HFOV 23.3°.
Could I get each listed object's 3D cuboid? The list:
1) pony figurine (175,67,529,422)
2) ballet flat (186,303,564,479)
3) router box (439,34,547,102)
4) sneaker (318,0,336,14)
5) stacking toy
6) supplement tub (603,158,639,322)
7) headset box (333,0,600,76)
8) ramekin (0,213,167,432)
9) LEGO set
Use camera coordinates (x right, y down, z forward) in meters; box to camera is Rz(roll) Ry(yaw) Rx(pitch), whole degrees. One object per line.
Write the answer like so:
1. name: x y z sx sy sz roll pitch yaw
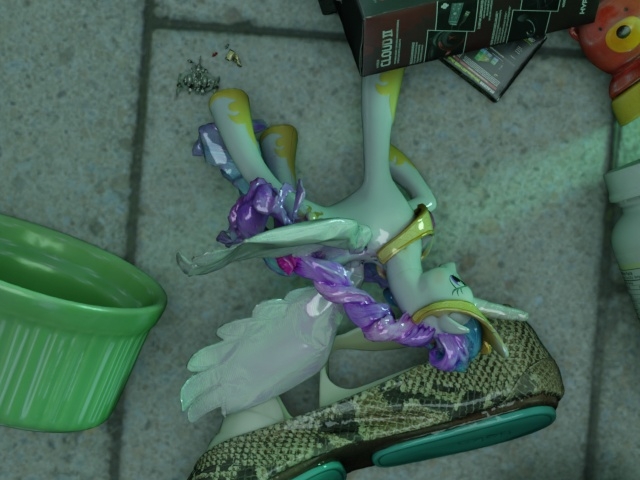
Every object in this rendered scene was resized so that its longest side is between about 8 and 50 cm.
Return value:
1. pony figurine: 0.000 0.000 1.604 0.351 0.303 0.363 -12 57 -15
2. ballet flat: 0.021 0.198 1.700 0.482 0.164 0.182 -23 68 -3
3. router box: 0.176 -0.225 1.727 0.122 0.038 0.092 38 91 1
4. sneaker: 0.041 -0.308 1.723 0.170 0.051 0.089 -19 93 5
5. stacking toy: 0.414 -0.266 1.605 0.309 0.279 0.130 -36 89 -1
6. supplement tub: 0.445 0.048 1.626 0.235 0.235 0.325 -20 90 2
7. headset box: 0.122 -0.308 1.629 0.293 0.110 0.218 -13 62 -7
8. ramekin: -0.326 0.081 1.625 0.303 0.303 0.148 21 99 1
9. LEGO set: -0.129 -0.188 1.744 0.054 0.023 0.083 37 92 1
